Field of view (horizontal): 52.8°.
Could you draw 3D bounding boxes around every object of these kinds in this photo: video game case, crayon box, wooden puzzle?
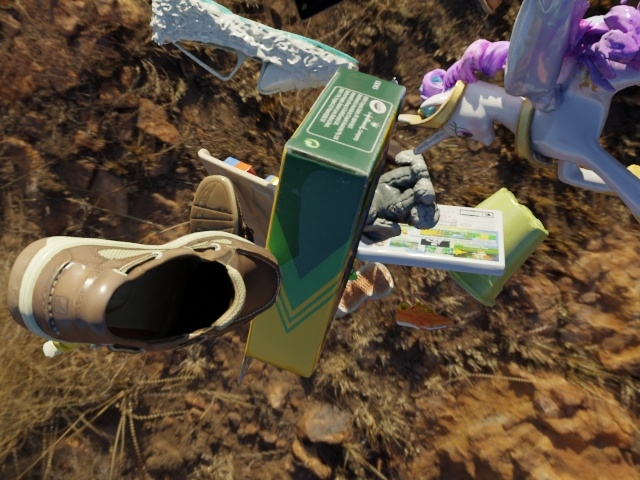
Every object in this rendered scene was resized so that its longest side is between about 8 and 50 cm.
[{"bbox_3d":[0.272,-0.015,1.556,0.329,0.300,0.036,6,117,12],"label":"video game case"},{"bbox_3d":[0.000,0.000,0.716,0.083,0.203,0.323,19,128,5],"label":"crayon box"},{"bbox_3d":[-0.136,-0.070,1.612,0.080,0.348,0.322,-41,135,-18],"label":"wooden puzzle"}]

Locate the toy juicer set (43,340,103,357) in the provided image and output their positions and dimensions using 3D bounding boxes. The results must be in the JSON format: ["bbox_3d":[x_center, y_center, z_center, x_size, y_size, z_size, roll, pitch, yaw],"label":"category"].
[{"bbox_3d":[-0.384,0.168,1.158,0.329,0.209,0.089,-35,83,43],"label":"toy juicer set"}]

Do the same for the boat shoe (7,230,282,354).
[{"bbox_3d":[-0.095,0.045,0.490,0.095,0.257,0.095,10,97,31],"label":"boat shoe"}]

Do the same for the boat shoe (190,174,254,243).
[{"bbox_3d":[-0.225,0.002,1.565,0.123,0.123,0.342,3,109,23],"label":"boat shoe"}]

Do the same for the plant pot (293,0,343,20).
[{"bbox_3d":[-0.013,-0.663,1.493,0.187,0.188,0.167,-26,72,3],"label":"plant pot"}]

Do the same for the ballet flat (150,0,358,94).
[{"bbox_3d":[-0.134,-0.359,1.243,0.409,0.147,0.147,20,96,-10],"label":"ballet flat"}]

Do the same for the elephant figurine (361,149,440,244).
[{"bbox_3d":[0.099,-0.073,1.249,0.239,0.169,0.186,-18,125,10],"label":"elephant figurine"}]

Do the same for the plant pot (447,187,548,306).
[{"bbox_3d":[0.483,0.001,1.810,0.276,0.276,0.254,44,109,-5],"label":"plant pot"}]

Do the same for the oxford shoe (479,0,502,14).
[{"bbox_3d":[0.267,-0.412,0.933,0.076,0.076,0.212,45,52,-35],"label":"oxford shoe"}]

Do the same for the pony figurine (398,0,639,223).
[{"bbox_3d":[0.289,-0.183,0.704,0.363,0.303,0.351,25,132,10],"label":"pony figurine"}]

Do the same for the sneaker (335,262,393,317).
[{"bbox_3d":[0.083,0.139,1.753,0.121,0.302,0.108,-26,85,38],"label":"sneaker"}]

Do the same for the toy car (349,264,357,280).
[{"bbox_3d":[0.016,-0.003,1.455,0.053,0.239,0.225,-25,98,7],"label":"toy car"}]

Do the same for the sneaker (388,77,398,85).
[{"bbox_3d":[0.179,-0.352,1.584,0.038,0.098,0.069,31,58,29],"label":"sneaker"}]

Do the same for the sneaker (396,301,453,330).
[{"bbox_3d":[0.256,0.189,1.611,0.064,0.175,0.067,1,93,-43],"label":"sneaker"}]
